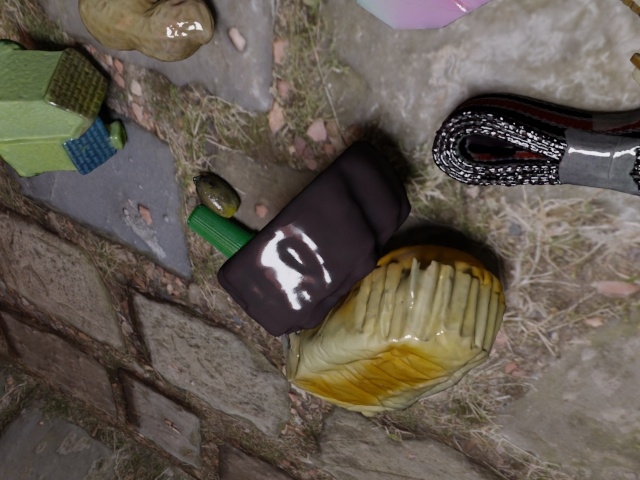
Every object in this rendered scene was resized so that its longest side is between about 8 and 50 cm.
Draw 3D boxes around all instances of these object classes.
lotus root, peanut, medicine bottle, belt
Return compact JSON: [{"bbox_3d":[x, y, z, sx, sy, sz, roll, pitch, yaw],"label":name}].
[{"bbox_3d":[-0.186,-0.082,0.927,0.099,0.054,0.049,43,147,-5],"label":"lotus root"},{"bbox_3d":[-0.248,-0.314,0.747,0.227,0.085,0.104,20,116,17],"label":"peanut"},{"bbox_3d":[-0.110,0.038,0.965,0.309,0.076,0.111,37,136,3],"label":"medicine bottle"},{"bbox_3d":[0.299,-0.099,0.557,0.359,0.094,0.126,9,134,30],"label":"belt"}]

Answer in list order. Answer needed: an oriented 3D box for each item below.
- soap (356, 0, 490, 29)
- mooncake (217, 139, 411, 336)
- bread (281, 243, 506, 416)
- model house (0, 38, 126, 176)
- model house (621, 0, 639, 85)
[{"bbox_3d":[0.152,-0.315,0.425,0.192,0.109,0.324,39,147,4],"label":"soap"},{"bbox_3d":[0.000,0.000,0.709,0.141,0.283,0.283,45,137,-7],"label":"mooncake"},{"bbox_3d":[0.104,0.144,0.809,0.236,0.183,0.388,31,143,-21],"label":"bread"},{"bbox_3d":[-0.455,-0.227,0.928,0.189,0.195,0.214,2,146,2],"label":"model house"},{"bbox_3d":[0.322,-0.201,0.397,0.270,0.207,0.178,-1,141,-15],"label":"model house"}]
